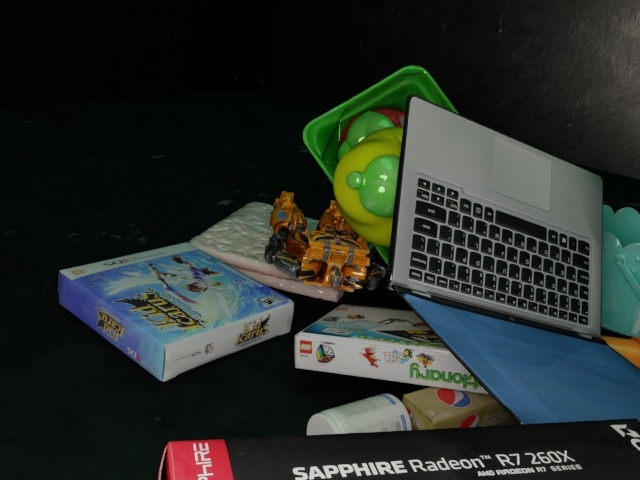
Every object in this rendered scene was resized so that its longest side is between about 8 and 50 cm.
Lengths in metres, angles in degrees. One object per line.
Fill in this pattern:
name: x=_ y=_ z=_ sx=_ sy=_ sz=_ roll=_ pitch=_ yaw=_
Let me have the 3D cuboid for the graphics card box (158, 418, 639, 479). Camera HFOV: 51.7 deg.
graphics card box: x=0.069 y=0.250 z=0.464 sx=0.370 sy=0.233 sz=0.094 roll=2 pitch=21 yaw=-16

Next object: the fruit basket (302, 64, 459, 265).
fruit basket: x=0.144 y=-0.089 z=1.025 sx=0.283 sy=0.392 sz=0.392 roll=-32 pitch=32 yaw=-9

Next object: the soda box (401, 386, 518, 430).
soda box: x=0.187 y=0.218 z=0.850 sx=0.181 sy=0.058 sz=0.061 roll=-7 pitch=25 yaw=-34

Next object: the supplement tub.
supplement tub: x=0.046 y=0.221 z=0.763 sx=0.107 sy=0.071 sz=0.071 roll=-5 pitch=24 yaw=-34

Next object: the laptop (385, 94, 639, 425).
laptop: x=0.302 y=0.032 z=0.800 sx=0.382 sy=0.408 sz=0.236 roll=16 pitch=-17 yaw=-28

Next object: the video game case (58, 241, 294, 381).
video game case: x=-0.220 y=0.093 z=1.013 sx=0.269 sy=0.061 sz=0.244 roll=24 pitch=26 yaw=35

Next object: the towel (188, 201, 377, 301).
towel: x=-0.065 y=0.009 z=1.318 sx=0.317 sy=0.053 sz=0.332 roll=14 pitch=20 yaw=13

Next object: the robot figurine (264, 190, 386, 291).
robot figurine: x=0.000 y=0.000 z=1.161 sx=0.211 sy=0.085 sz=0.291 roll=9 pitch=19 yaw=-16

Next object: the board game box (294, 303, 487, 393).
board game box: x=0.140 y=0.144 z=0.914 sx=0.305 sy=0.053 sz=0.193 roll=4 pitch=8 yaw=20

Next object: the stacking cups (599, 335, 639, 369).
stacking cups: x=0.516 y=0.199 z=1.022 sx=0.316 sy=0.096 sz=0.096 roll=6 pitch=20 yaw=7

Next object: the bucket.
bucket: x=0.614 y=0.059 z=1.277 sx=0.281 sy=0.183 sz=0.281 roll=7 pitch=21 yaw=-3
